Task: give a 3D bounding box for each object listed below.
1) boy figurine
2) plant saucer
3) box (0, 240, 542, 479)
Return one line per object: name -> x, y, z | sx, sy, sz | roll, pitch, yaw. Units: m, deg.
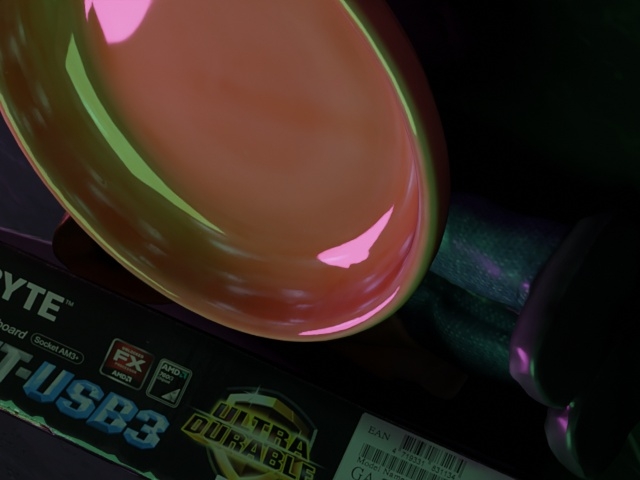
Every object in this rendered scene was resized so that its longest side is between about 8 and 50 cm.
boy figurine -> 0.000, 0.000, 0.789 | 0.285, 0.092, 0.177 | 17, 151, 34
plant saucer -> -0.037, -0.053, 0.671 | 0.200, 0.037, 0.200 | 23, 137, 23
box -> -0.047, 0.090, 0.878 | 0.293, 0.073, 0.295 | 26, 172, 8
